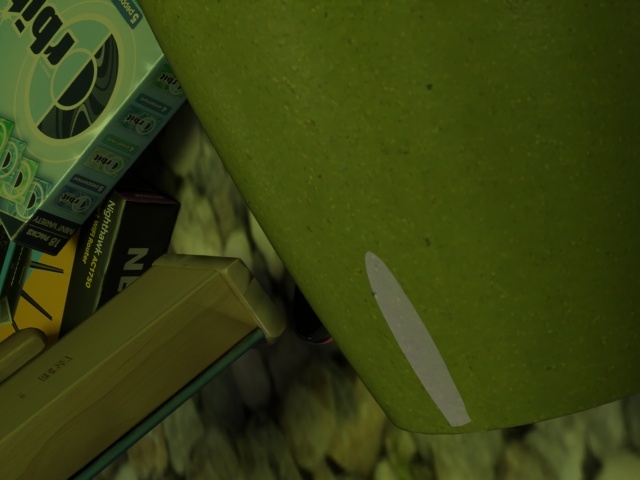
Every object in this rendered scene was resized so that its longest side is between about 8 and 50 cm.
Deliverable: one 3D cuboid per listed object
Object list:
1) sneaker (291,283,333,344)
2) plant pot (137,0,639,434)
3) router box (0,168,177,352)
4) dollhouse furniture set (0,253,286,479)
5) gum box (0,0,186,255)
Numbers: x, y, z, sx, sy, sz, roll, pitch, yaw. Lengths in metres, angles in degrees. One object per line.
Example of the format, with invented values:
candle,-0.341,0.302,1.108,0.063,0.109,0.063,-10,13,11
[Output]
sneaker,0.000,0.000,0.858,0.047,0.057,0.119,31,113,41
plant pot,0.058,-0.080,0.677,0.275,0.275,0.293,-8,100,47
router box,-0.166,0.029,1.048,0.133,0.046,0.179,33,113,42
dollhouse furniture set,-0.074,0.187,0.919,0.303,0.198,0.286,56,163,-13
gum box,-0.149,-0.110,0.994,0.184,0.041,0.157,-49,51,16
